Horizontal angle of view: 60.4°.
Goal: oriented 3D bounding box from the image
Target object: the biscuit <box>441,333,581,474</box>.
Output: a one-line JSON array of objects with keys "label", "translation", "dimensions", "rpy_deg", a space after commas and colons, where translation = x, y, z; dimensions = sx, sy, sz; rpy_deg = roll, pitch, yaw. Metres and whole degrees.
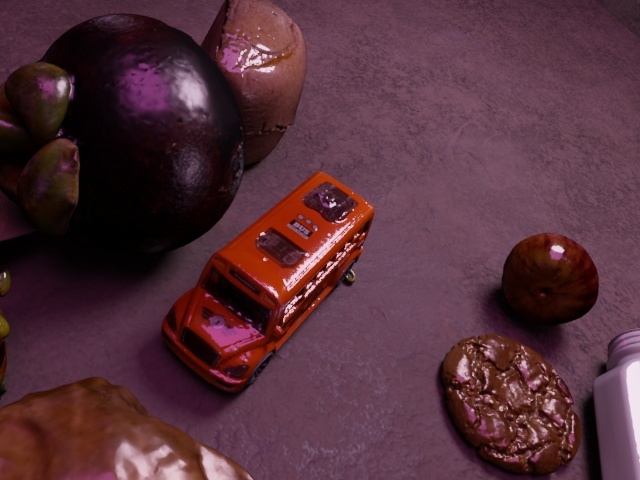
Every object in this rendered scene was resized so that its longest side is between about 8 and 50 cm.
[{"label": "biscuit", "translation": [0.283, 0.234, 0.811], "dimensions": [0.225, 0.042, 0.226], "rpy_deg": [12, 48, -14]}]

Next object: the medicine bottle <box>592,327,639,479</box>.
[{"label": "medicine bottle", "translation": [0.492, 0.286, 0.796], "dimensions": [0.179, 0.124, 0.324], "rpy_deg": [26, 48, -6]}]

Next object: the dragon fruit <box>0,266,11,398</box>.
[{"label": "dragon fruit", "translation": [-0.393, 0.126, 0.594], "dimensions": [0.142, 0.138, 0.175], "rpy_deg": [-20, 89, 8]}]

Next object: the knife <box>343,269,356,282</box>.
[{"label": "knife", "translation": [0.000, 0.000, 0.914], "dimensions": [0.022, 0.026, 0.184], "rpy_deg": [-39, 69, 1]}]

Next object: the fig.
[{"label": "fig", "translation": [0.399, 0.068, 0.932], "dimensions": [0.201, 0.148, 0.150], "rpy_deg": [8, 68, -37]}]

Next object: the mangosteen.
[{"label": "mangosteen", "translation": [-0.254, -0.134, 0.727], "dimensions": [0.329, 0.330, 0.330], "rpy_deg": [11, 48, -13]}]

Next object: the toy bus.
[{"label": "toy bus", "translation": [-0.061, 0.044, 0.762], "dimensions": [0.143, 0.153, 0.329], "rpy_deg": [36, 49, 12]}]

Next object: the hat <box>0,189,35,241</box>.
[{"label": "hat", "translation": [-0.471, -0.059, 0.745], "dimensions": [0.214, 0.149, 0.244], "rpy_deg": [56, 13, 5]}]

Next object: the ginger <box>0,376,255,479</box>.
[{"label": "ginger", "translation": [-0.201, 0.252, 0.490], "dimensions": [0.269, 0.201, 0.223], "rpy_deg": [36, 45, 11]}]

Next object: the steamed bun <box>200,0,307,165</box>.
[{"label": "steamed bun", "translation": [-0.119, -0.278, 0.970], "dimensions": [0.199, 0.251, 0.301], "rpy_deg": [20, 42, -24]}]
